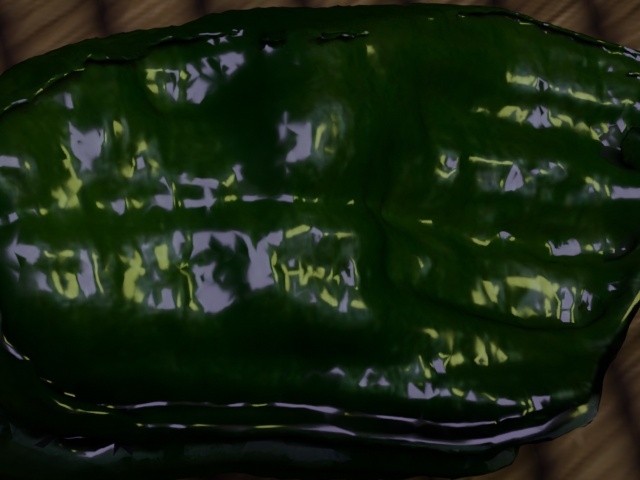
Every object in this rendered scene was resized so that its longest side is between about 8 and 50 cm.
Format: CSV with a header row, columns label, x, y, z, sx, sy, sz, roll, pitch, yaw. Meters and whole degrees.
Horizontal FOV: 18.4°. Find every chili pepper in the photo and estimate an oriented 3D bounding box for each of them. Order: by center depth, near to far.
label,x,y,z,sx,sy,sz,roll,pitch,yaw
chili pepper,-0.003,0.006,0.873,0.385,0.167,0.213,-7,85,-22
